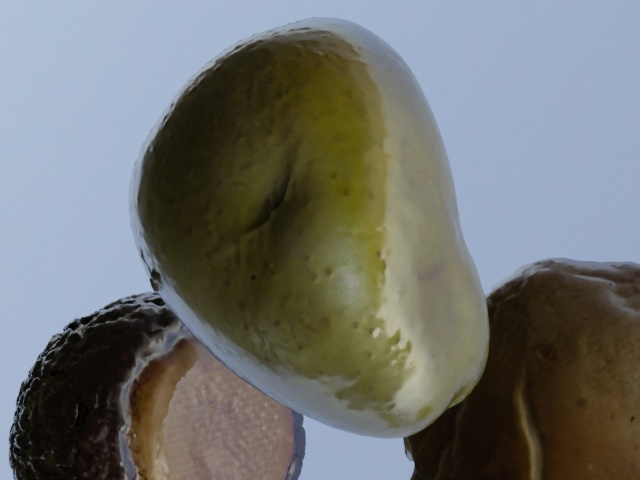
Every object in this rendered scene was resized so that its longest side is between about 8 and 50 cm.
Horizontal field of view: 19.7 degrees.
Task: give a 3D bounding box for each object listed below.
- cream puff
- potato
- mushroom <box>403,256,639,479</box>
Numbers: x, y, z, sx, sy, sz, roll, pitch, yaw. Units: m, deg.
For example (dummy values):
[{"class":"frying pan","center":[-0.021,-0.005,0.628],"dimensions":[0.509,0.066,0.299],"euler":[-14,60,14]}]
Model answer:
[{"class":"cream puff","center":[-0.131,0.155,1.432],"dimensions":[0.165,0.239,0.239],"euler":[-4,-120,46]},{"class":"potato","center":[0.000,0.000,0.829],"dimensions":[0.157,0.157,0.194],"euler":[-37,-101,18]},{"class":"mushroom","center":[0.124,0.141,1.144],"dimensions":[0.302,0.208,0.233],"euler":[-19,-114,53]}]
